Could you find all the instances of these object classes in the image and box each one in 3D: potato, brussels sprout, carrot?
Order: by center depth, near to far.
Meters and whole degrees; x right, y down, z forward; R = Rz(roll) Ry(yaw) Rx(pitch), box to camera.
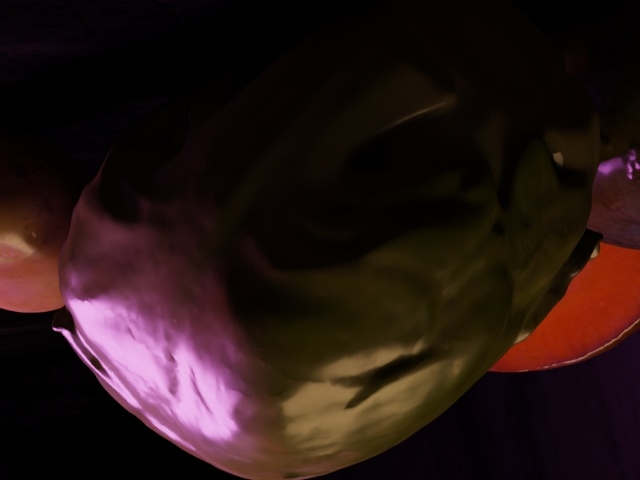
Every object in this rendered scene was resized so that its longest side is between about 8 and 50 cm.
[{"bbox_3d":[0.000,0.000,1.058,0.328,0.247,0.328,-45,-174,6],"label":"brussels sprout"},{"bbox_3d":[-0.191,-0.015,1.121,0.109,0.118,0.178,-35,164,1],"label":"potato"},{"bbox_3d":[0.250,-0.087,1.196,0.210,0.173,0.307,20,158,-30],"label":"potato"},{"bbox_3d":[0.203,0.009,1.802,0.307,0.258,0.100,-10,-168,26],"label":"carrot"}]
